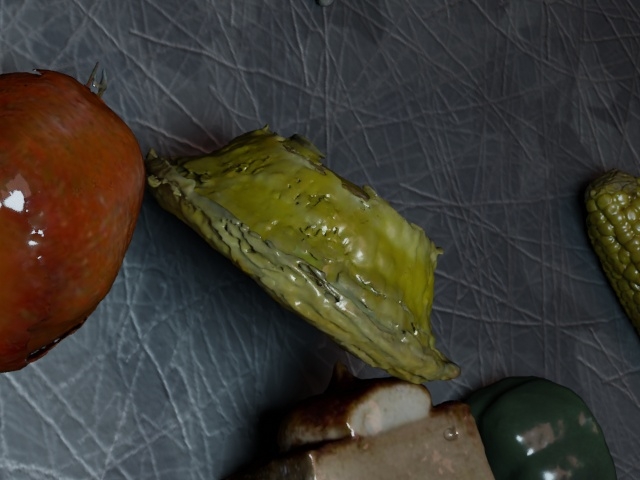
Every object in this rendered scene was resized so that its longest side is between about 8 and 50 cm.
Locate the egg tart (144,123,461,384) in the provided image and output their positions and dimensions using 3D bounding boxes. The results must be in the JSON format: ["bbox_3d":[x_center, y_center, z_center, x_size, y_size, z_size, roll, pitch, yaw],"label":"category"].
[{"bbox_3d":[0.000,0.000,1.465,0.315,0.315,0.120,35,91,-24],"label":"egg tart"}]

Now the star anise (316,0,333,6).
[{"bbox_3d":[0.010,-0.355,1.694,0.230,0.081,0.262,12,70,-45],"label":"star anise"}]

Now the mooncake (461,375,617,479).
[{"bbox_3d":[0.192,0.214,1.671,0.104,0.168,0.175,-25,62,-27],"label":"mooncake"}]

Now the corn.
[{"bbox_3d":[0.376,0.067,1.836,0.119,0.119,0.322,-42,104,-35],"label":"corn"}]

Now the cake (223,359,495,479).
[{"bbox_3d":[0.033,0.249,1.505,0.196,0.199,0.293,-15,84,-32],"label":"cake"}]

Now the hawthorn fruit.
[{"bbox_3d":[-0.229,-0.041,1.378,0.211,0.211,0.299,50,44,-16],"label":"hawthorn fruit"}]
